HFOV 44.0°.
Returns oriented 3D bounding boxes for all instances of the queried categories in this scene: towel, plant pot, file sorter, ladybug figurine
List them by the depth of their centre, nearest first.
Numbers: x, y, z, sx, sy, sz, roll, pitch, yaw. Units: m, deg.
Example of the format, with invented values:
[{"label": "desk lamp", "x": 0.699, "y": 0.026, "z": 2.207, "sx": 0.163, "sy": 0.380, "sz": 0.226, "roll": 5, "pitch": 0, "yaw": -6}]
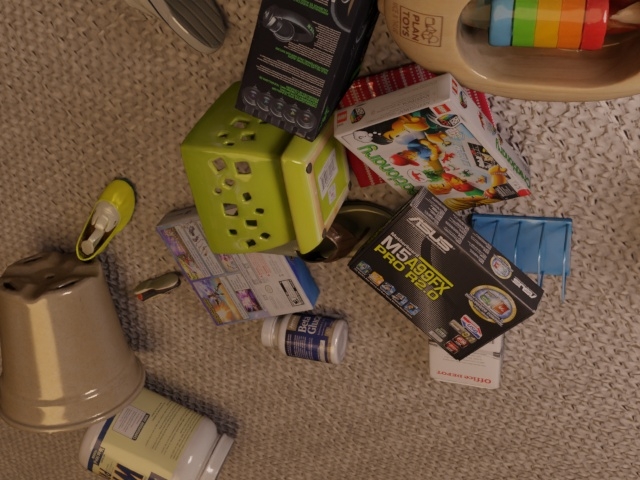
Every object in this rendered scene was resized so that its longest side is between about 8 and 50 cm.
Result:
[{"label": "ladybug figurine", "x": 0.301, "y": -0.324, "z": 1.047, "sx": 0.448, "sy": 0.162, "sz": 0.305, "roll": 8, "pitch": 151, "yaw": 9}, {"label": "towel", "x": 0.150, "y": -0.198, "z": 1.321, "sx": 0.274, "sy": 0.031, "sz": 0.199, "roll": -10, "pitch": 121, "yaw": 27}, {"label": "plant pot", "x": -0.075, "y": -0.118, "z": 1.331, "sx": 0.207, "sy": 0.228, "sz": 0.227, "roll": 7, "pitch": 131, "yaw": 21}, {"label": "file sorter", "x": 0.343, "y": 0.033, "z": 1.373, "sx": 0.170, "sy": 0.104, "sz": 0.118, "roll": 4, "pitch": 126, "yaw": 19}, {"label": "plant pot", "x": -0.576, "y": 0.200, "z": 1.758, "sx": 0.333, "sy": 0.334, "sz": 0.306, "roll": 6, "pitch": 116, "yaw": 18}]

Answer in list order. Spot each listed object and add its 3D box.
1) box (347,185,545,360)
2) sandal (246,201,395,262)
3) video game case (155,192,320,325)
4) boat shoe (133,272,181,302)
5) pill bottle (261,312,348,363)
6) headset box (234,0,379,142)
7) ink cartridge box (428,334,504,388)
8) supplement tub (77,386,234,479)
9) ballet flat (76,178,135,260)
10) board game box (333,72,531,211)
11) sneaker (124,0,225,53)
[{"label": "box", "x": 0.207, "y": 0.064, "z": 1.348, "sx": 0.270, "sy": 0.060, "sz": 0.216, "roll": 41, "pitch": 139, "yaw": -3}, {"label": "sandal", "x": -0.001, "y": 0.001, "z": 1.463, "sx": 0.302, "sy": 0.086, "sz": 0.120, "roll": -4, "pitch": 126, "yaw": -2}, {"label": "video game case", "x": -0.166, "y": 0.041, "z": 1.608, "sx": 0.244, "sy": 0.061, "sz": 0.270, "roll": -13, "pitch": 120, "yaw": 27}, {"label": "boat shoe", "x": -0.354, "y": 0.108, "z": 1.745, "sx": 0.137, "sy": 0.049, "sz": 0.043, "roll": -16, "pitch": 121, "yaw": 34}, {"label": "pill bottle", "x": -0.034, "y": 0.200, "z": 1.656, "sx": 0.169, "sy": 0.094, "sz": 0.094, "roll": 7, "pitch": 128, "yaw": 16}, {"label": "headset box", "x": 0.001, "y": -0.317, "z": 1.146, "sx": 0.131, "sy": 0.246, "sz": 0.283, "roll": 24, "pitch": 130, "yaw": 3}, {"label": "ink cartridge box", "x": 0.282, "y": 0.184, "z": 1.526, "sx": 0.139, "sy": 0.082, "sz": 0.191, "roll": 7, "pitch": 129, "yaw": 18}, {"label": "supplement tub", "x": -0.399, "y": 0.511, "z": 1.946, "sx": 0.324, "sy": 0.235, "sz": 0.236, "roll": 25, "pitch": 131, "yaw": 2}, {"label": "ballet flat", "x": -0.455, "y": -0.033, "z": 1.657, "sx": 0.077, "sy": 0.077, "sz": 0.231, "roll": 37, "pitch": 130, "yaw": -7}, {"label": "board game box", "x": 0.184, "y": -0.136, "z": 1.242, "sx": 0.192, "sy": 0.053, "sz": 0.305, "roll": -13, "pitch": 150, "yaw": 33}, {"label": "sneaker", "x": -0.264, "y": -0.404, "z": 1.303, "sx": 0.258, "sy": 0.094, "sz": 0.091, "roll": 46, "pitch": 147, "yaw": -10}]
